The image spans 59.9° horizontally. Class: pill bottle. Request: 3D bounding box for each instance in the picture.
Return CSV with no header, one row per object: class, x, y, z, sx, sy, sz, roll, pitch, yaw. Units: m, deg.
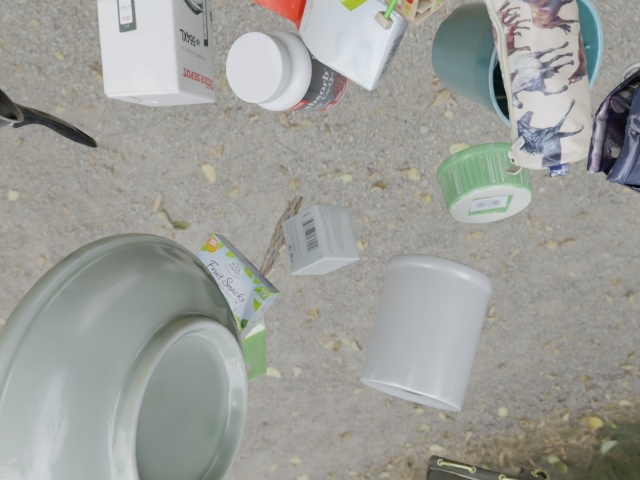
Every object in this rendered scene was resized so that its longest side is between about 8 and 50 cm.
pill bottle,-0.085,-0.462,1.533,0.210,0.363,0.210,7,104,27

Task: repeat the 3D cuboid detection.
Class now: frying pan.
frying pan,-0.422,-0.189,0.673,0.197,0.326,0.053,42,91,1

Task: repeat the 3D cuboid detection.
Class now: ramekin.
ramekin,0.539,-0.175,1.813,0.303,0.148,0.303,-3,156,-1

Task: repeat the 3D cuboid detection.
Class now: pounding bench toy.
pounding bench toy,0.096,-0.272,0.596,0.052,0.083,0.065,45,165,16

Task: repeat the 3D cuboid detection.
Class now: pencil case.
pencil case,0.429,-0.336,1.101,0.183,0.160,0.411,-25,113,-12

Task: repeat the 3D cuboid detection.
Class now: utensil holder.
utensil holder,0.315,0.279,1.670,0.327,0.386,0.328,16,163,5

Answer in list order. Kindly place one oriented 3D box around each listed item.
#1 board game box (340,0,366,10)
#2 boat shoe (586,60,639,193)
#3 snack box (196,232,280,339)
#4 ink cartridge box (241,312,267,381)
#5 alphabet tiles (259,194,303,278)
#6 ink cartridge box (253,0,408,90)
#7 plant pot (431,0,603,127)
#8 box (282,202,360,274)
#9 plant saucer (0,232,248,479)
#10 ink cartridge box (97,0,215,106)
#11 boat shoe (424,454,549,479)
board game box,0.101,-0.459,0.883,0.181,0.043,0.092,-23,81,26
boat shoe,0.455,-0.210,0.684,0.158,0.127,0.341,5,111,-9
snack box,-0.143,0.071,0.861,0.141,0.037,0.100,42,100,20
ink cartridge box,-0.205,0.228,1.300,0.171,0.235,0.056,-29,130,23
alphabet tiles,-0.091,-0.001,1.208,0.009,0.198,0.237,24,155,-11
ink cartridge box,0.011,-0.535,1.130,0.384,0.091,0.308,32,139,9
plant pot,0.488,-0.493,1.479,0.340,0.334,0.341,-10,118,-20
box,0.000,0.000,0.985,0.087,0.101,0.102,2,160,-41
plant saucer,-0.175,0.191,0.620,0.100,0.401,0.401,1,131,24
ink cartridge box,-0.178,-0.259,0.620,0.085,0.148,0.203,-1,100,5
boat shoe,0.318,0.406,0.884,0.304,0.091,0.109,1,152,14
